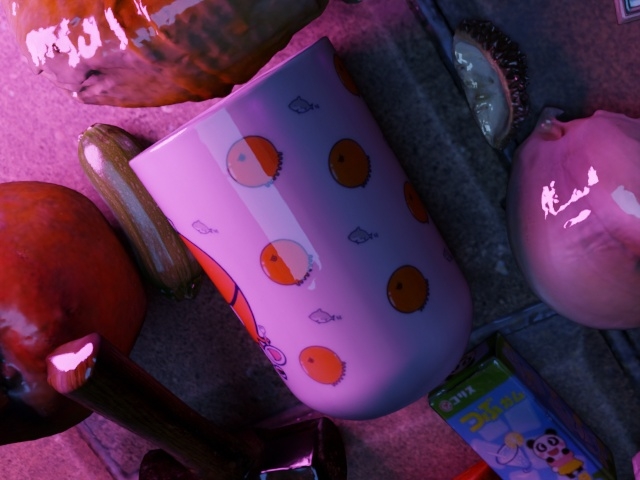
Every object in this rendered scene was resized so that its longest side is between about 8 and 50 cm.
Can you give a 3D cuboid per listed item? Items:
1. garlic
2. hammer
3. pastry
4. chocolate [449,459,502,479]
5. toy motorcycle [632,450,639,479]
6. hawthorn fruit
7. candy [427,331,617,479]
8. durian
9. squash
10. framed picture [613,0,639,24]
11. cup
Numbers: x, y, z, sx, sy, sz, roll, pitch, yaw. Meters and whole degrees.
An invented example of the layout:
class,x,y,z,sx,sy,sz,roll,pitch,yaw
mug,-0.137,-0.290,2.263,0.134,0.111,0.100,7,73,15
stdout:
class,x,y,z,sx,sy,sz,roll,pitch,yaw
garlic,0.272,-0.015,0.738,0.228,0.110,0.217,33,121,0
hammer,-0.145,0.204,0.837,0.242,0.095,0.409,-14,146,15
pastry,-0.130,-0.262,0.682,0.329,0.136,0.330,-7,72,23
chocolate,0.162,0.398,0.897,0.235,0.108,0.237,-42,66,27
toy motorcycle,0.436,0.246,0.801,0.222,0.108,0.341,31,116,-2
hawthorn fruit,-0.329,0.086,0.843,0.267,0.301,0.268,0,114,0
candy,0.216,0.201,0.869,0.194,0.062,0.097,46,118,-6
durian,0.160,-0.142,0.746,0.066,0.052,0.130,-16,108,24
squash,-0.190,-0.030,0.888,0.077,0.068,0.219,-24,104,6
framed picture,0.325,-0.271,0.665,0.183,0.011,0.142,-12,108,21
cup,0.000,0.000,0.766,0.212,0.212,0.317,-28,103,25
